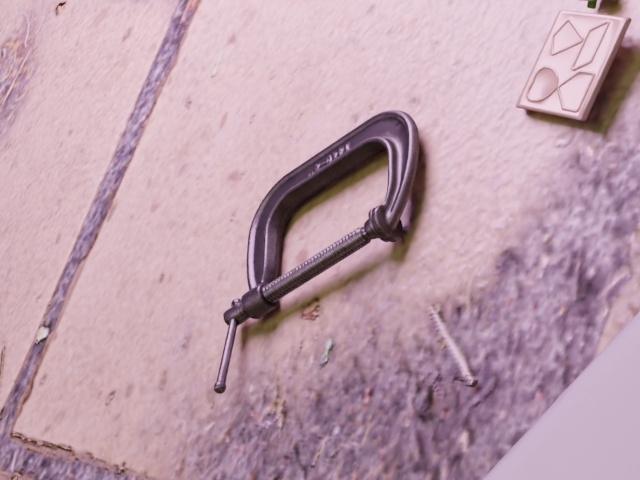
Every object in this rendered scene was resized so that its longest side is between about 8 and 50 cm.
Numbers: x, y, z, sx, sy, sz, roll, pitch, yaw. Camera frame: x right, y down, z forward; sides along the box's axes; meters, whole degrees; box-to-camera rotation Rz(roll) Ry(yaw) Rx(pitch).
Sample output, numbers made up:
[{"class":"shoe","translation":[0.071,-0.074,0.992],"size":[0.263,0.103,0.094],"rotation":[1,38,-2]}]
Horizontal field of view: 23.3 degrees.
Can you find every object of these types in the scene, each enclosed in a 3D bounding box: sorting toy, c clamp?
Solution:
[{"class":"sorting toy","translation":[0.136,-0.101,0.796],"size":[0.062,0.012,0.083],"rotation":[20,84,60]},{"class":"c clamp","translation":[0.000,0.000,0.887],"size":[0.160,0.022,0.137],"rotation":[-37,35,31]}]

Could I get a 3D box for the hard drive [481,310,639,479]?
[{"class":"hard drive","translation":[0.093,0.148,0.483],"size":[0.353,0.047,0.233],"rotation":[117,164,-56]}]
